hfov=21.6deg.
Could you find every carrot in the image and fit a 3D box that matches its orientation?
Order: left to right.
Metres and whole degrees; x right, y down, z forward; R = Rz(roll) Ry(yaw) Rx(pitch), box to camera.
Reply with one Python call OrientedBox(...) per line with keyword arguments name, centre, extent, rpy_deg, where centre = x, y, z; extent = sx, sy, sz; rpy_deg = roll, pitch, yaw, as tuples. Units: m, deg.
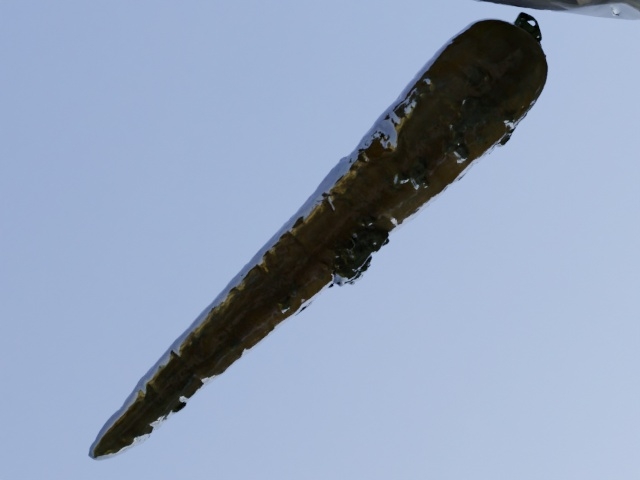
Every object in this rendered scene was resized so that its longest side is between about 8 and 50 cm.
OrientedBox(name="carrot", centre=(0.000, 0.000, 0.682), extent=(0.254, 0.049, 0.049), rpy_deg=(-44, -85, -4))

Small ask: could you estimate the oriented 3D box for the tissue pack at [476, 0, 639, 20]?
OrientedBox(name="tissue pack", centre=(0.029, -0.213, 0.672), extent=(0.305, 0.238, 0.238), rpy_deg=(15, -118, 22))
